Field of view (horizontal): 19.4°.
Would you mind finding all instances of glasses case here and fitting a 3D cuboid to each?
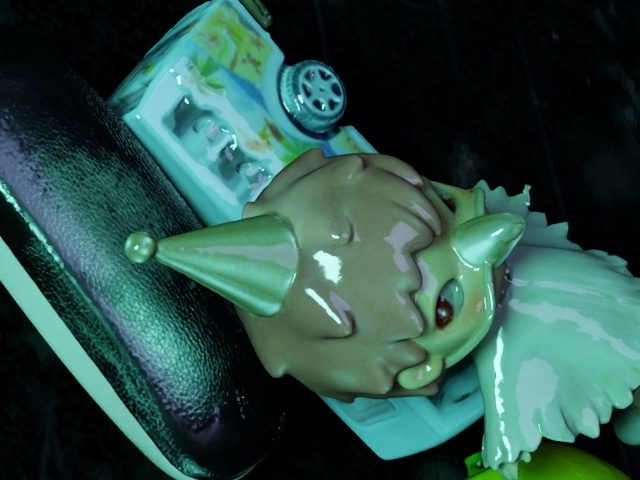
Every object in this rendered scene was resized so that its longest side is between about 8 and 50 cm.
[{"bbox_3d":[-0.129,0.008,1.117,0.314,0.075,0.122,53,42,-6],"label":"glasses case"}]

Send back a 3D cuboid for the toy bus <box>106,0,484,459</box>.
[{"bbox_3d":[0.000,0.000,1.232,0.329,0.109,0.136,46,51,-13],"label":"toy bus"}]

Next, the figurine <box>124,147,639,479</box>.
[{"bbox_3d":[0.062,0.025,1.112,0.387,0.166,0.207,21,54,-29],"label":"figurine"}]

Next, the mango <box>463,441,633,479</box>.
[{"bbox_3d":[0.170,0.294,1.177,0.192,0.156,0.343,1,69,-34],"label":"mango"}]

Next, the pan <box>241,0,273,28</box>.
[{"bbox_3d":[-0.096,-0.253,1.334,0.202,0.048,0.128,27,48,-31],"label":"pan"}]
